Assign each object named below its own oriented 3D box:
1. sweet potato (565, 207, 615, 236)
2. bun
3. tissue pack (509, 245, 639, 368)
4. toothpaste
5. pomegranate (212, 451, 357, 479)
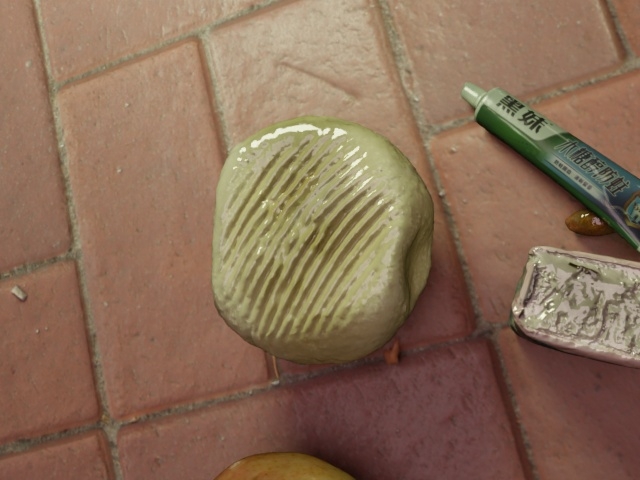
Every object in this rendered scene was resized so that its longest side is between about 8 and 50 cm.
[{"bbox_3d":[0.468,-0.047,0.943,0.214,0.050,0.050,-16,79,9],"label":"sweet potato"},{"bbox_3d":[0.000,0.000,0.974,0.352,0.227,0.349,39,94,14],"label":"bun"},{"bbox_3d":[0.351,0.091,0.839,0.201,0.271,0.124,11,84,17],"label":"tissue pack"},{"bbox_3d":[0.354,-0.120,0.952,0.098,0.061,0.392,-40,63,-12],"label":"toothpaste"},{"bbox_3d":[-0.056,0.460,0.882,0.337,0.338,0.339,-2,82,16],"label":"pomegranate"}]
